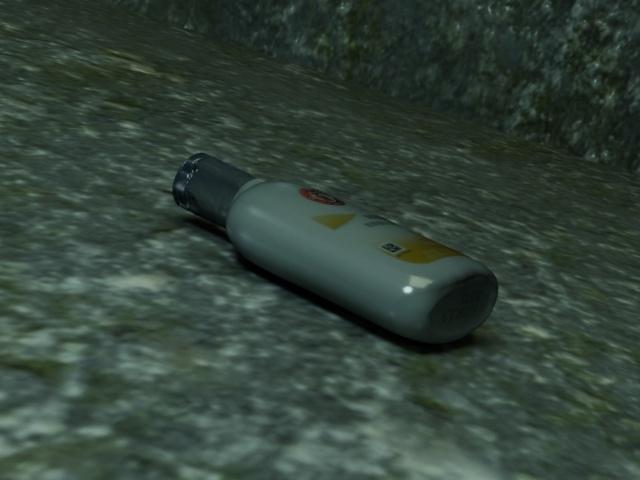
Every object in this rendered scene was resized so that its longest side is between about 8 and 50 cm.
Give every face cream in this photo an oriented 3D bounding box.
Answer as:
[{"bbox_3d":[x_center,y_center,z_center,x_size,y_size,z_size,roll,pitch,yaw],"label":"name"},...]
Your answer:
[{"bbox_3d":[0.000,0.000,1.080,0.291,0.071,0.144,25,16,32],"label":"face cream"}]
